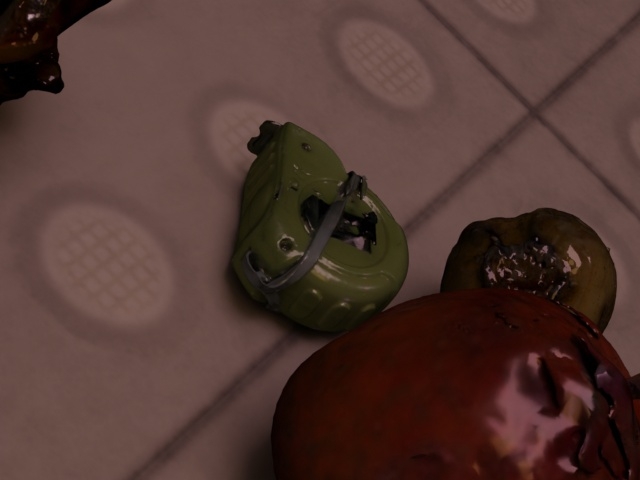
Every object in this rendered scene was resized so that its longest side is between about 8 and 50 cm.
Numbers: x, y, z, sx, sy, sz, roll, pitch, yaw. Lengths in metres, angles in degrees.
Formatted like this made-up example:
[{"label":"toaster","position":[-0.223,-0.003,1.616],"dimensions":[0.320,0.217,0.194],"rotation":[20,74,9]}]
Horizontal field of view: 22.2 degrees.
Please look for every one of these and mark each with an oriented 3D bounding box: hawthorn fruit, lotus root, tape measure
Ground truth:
[{"label":"hawthorn fruit","position":[0.130,0.149,1.158],"dimensions":[0.276,0.307,0.276],"rotation":[38,31,-29]},{"label":"lotus root","position":[0.176,0.049,1.386],"dimensions":[0.154,0.154,0.278],"rotation":[47,1,6]},{"label":"tape measure","position":[0.000,0.000,1.348],"dimensions":[0.154,0.087,0.177],"rotation":[29,43,-17]}]

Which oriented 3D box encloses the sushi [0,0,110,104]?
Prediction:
[{"label":"sushi","position":[-0.260,-0.201,1.206],"dimensions":[0.212,0.227,0.215],"rotation":[31,45,-25]}]
